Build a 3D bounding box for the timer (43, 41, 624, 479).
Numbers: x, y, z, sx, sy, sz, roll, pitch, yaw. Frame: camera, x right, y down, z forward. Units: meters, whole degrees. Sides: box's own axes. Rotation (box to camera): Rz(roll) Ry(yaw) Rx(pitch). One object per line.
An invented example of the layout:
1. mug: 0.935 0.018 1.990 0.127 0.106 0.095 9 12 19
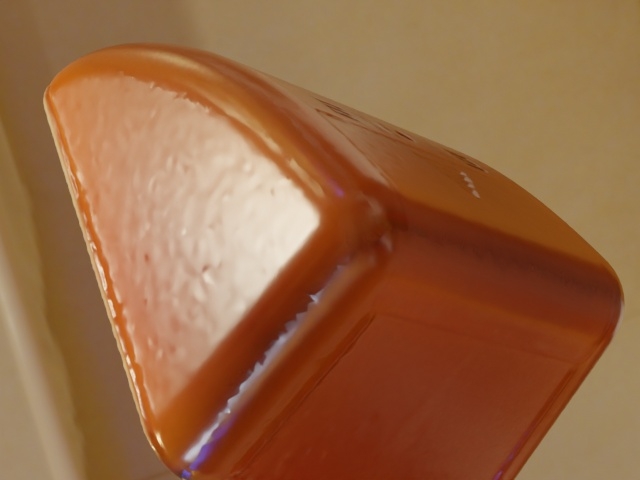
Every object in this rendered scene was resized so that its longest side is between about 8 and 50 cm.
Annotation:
1. timer: 0.000 0.000 0.760 0.161 0.257 0.250 -55 48 18
